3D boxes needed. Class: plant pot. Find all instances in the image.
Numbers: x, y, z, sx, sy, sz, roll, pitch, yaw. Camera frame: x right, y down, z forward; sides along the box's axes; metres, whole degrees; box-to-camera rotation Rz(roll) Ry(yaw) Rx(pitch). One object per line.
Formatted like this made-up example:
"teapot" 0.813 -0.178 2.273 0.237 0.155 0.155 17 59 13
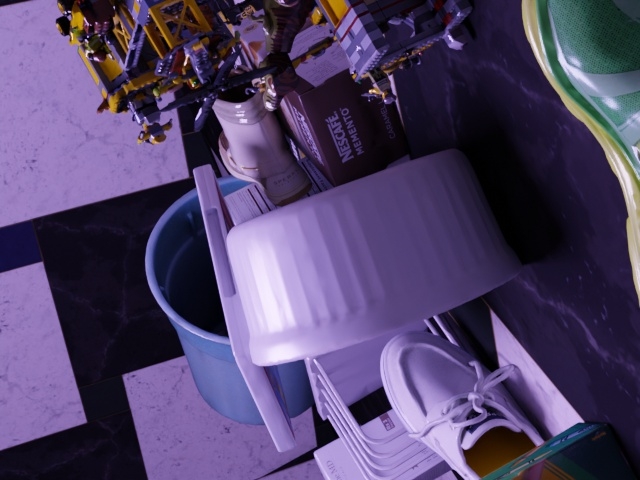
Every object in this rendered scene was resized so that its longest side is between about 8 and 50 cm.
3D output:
"plant pot" -0.105 0.123 1.776 0.341 0.341 0.334 57 159 33

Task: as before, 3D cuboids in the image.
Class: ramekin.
"ramekin" 0.043 0.011 1.030 0.277 0.277 0.135 169 81 -81

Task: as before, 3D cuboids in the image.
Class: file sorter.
"file sorter" 0.110 0.225 1.525 0.173 0.192 0.278 56 169 25

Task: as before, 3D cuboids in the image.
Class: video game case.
"video game case" -0.089 0.075 1.227 0.204 0.025 0.285 73 180 -48

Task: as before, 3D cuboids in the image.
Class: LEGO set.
"LEGO set" -0.034 -0.164 0.896 0.192 0.331 0.255 60 151 5

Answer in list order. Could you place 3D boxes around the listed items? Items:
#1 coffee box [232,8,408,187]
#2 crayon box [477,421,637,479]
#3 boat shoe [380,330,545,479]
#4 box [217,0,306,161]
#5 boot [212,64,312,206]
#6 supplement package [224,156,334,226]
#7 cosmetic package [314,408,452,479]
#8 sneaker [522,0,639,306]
"coffee box" -0.005 -0.182 1.260 0.246 0.098 0.141 51 168 55
"crayon box" 0.189 0.314 1.027 0.165 0.278 0.081 62 172 5
"boat shoe" 0.189 0.222 1.236 0.367 0.135 0.156 54 168 33
"box" -0.040 -0.170 1.588 0.257 0.079 0.322 59 171 33
"boot" -0.098 -0.148 1.341 0.213 0.077 0.165 42 163 55
"supplement package" 0.000 0.000 1.441 0.149 0.203 0.194 58 170 31
"cosmetic package" 0.118 0.338 1.670 0.117 0.231 0.085 57 170 28
"sneaker" 0.198 -0.059 0.523 0.123 0.109 0.296 -13 104 57
